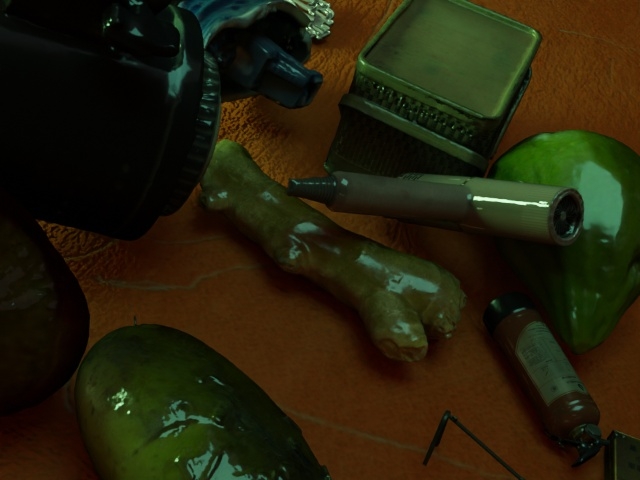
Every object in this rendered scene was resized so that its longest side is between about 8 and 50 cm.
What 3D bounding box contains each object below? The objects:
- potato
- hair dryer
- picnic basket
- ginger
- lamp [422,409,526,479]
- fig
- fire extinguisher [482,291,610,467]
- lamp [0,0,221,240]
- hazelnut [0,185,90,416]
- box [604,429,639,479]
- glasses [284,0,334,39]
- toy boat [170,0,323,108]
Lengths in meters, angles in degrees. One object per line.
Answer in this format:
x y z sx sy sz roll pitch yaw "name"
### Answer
-0.075 0.143 0.677 0.149 0.113 0.251 13 34 -50 "potato"
0.086 -0.039 0.884 0.220 0.053 0.195 7 2 -43 "hair dryer"
0.126 -0.151 1.112 0.165 0.139 0.266 25 38 7 "picnic basket"
-0.001 0.003 0.933 0.299 0.065 0.118 35 34 23 "ginger"
0.139 0.179 0.783 0.121 0.054 0.041 29 38 12 "lamp"
0.248 -0.017 0.976 0.167 0.167 0.233 11 23 -10 "fig"
0.194 0.121 0.881 0.062 0.050 0.177 10 36 -30 "fire extinguisher"
-0.224 -0.110 0.836 0.272 0.374 0.205 31 40 -40 "lamp"
-0.259 0.042 0.705 0.204 0.178 0.178 18 37 -11 "hazelnut"
0.271 0.218 0.818 0.090 0.023 0.133 18 38 0 "box"
-0.071 -0.300 1.251 0.162 0.095 0.255 48 45 8 "glasses"
-0.072 -0.191 1.060 0.142 0.129 0.309 36 20 9 "toy boat"
